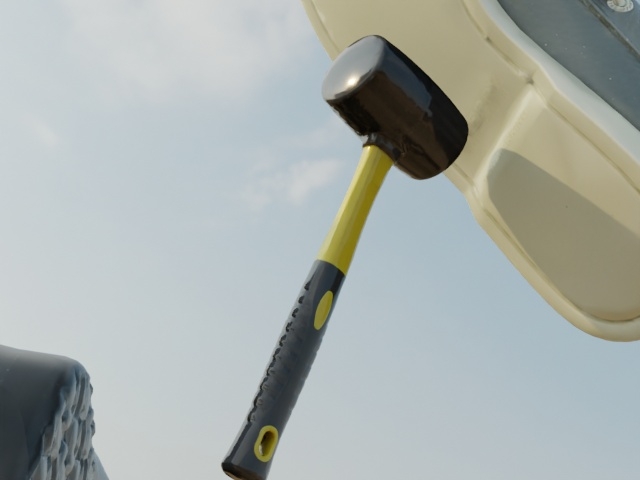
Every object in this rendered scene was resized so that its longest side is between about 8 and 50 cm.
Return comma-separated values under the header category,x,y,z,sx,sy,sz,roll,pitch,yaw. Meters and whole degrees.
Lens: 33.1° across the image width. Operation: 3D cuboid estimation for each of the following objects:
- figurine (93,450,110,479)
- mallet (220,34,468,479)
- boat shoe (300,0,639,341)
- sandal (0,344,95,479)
category,x,y,z,sx,sy,sz,roll,pitch,yaw
figurine,-0.222,0.303,0.982,0.215,0.092,0.209,-30,-92,53
mallet,0.000,0.000,0.418,0.039,0.189,0.062,-9,-48,48
boat shoe,0.087,-0.098,0.510,0.099,0.319,0.116,-16,-27,-37
sandal,-0.161,0.224,0.450,0.107,0.167,0.445,9,-59,-2
